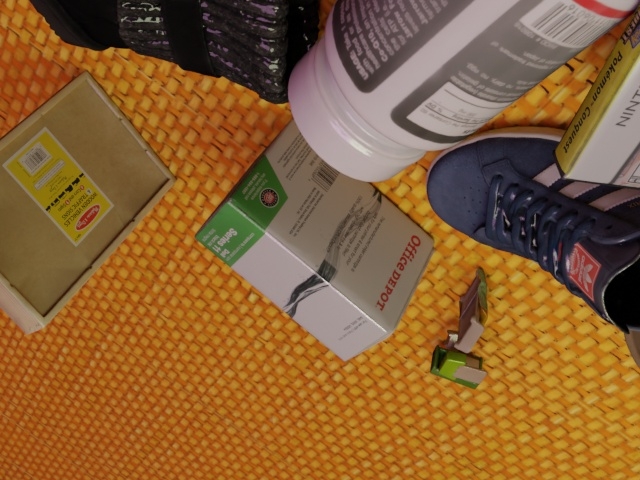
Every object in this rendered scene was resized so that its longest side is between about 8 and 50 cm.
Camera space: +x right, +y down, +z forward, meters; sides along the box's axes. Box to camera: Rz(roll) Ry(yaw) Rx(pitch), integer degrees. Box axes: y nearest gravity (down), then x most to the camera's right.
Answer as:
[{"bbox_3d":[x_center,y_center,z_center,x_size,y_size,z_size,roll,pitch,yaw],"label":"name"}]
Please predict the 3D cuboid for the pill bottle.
[{"bbox_3d":[0.105,-0.173,0.721,0.161,0.161,0.283,42,136,-11],"label":"pill bottle"}]

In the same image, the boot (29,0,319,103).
[{"bbox_3d":[-0.149,-0.248,0.758,0.260,0.131,0.348,19,170,19],"label":"boot"}]

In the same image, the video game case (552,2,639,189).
[{"bbox_3d":[0.341,-0.123,0.639,0.274,0.035,0.248,6,137,-13],"label":"video game case"}]

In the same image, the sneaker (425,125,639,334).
[{"bbox_3d":[0.229,-0.002,0.782,0.350,0.148,0.131,16,127,32],"label":"sneaker"}]

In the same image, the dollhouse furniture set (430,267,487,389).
[{"bbox_3d":[0.173,0.109,1.006,0.058,0.076,0.152,17,138,-3],"label":"dollhouse furniture set"}]

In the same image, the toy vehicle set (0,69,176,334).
[{"bbox_3d":[-0.282,-0.049,0.974,0.035,0.267,0.166,-21,115,40],"label":"toy vehicle set"}]

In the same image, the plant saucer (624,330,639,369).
[{"bbox_3d":[0.430,0.082,0.854,0.277,0.041,0.278,16,135,17],"label":"plant saucer"}]

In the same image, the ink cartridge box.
[{"bbox_3d":[0.000,0.000,0.942,0.208,0.153,0.087,41,137,-8],"label":"ink cartridge box"}]
